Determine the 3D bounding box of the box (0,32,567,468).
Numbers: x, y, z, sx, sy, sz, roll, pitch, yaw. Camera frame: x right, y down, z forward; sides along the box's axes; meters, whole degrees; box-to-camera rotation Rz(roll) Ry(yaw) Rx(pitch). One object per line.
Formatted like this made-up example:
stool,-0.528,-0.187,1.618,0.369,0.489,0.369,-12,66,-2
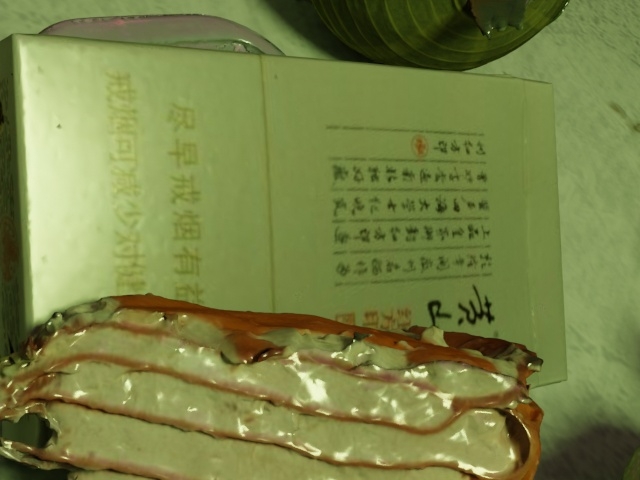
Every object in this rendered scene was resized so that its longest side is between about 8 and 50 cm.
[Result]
box,0.000,0.000,0.589,0.365,0.051,0.205,-2,88,-35

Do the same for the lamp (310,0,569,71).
lamp,0.100,-0.242,0.818,0.250,0.250,0.284,13,33,-25

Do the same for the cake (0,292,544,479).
cake,-0.011,0.080,0.481,0.287,0.098,0.135,1,8,-28

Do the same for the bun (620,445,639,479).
bun,0.269,0.203,0.571,0.273,0.168,0.273,30,41,-30

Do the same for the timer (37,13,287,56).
timer,-0.082,-0.063,0.662,0.208,0.069,0.191,-14,61,-41
